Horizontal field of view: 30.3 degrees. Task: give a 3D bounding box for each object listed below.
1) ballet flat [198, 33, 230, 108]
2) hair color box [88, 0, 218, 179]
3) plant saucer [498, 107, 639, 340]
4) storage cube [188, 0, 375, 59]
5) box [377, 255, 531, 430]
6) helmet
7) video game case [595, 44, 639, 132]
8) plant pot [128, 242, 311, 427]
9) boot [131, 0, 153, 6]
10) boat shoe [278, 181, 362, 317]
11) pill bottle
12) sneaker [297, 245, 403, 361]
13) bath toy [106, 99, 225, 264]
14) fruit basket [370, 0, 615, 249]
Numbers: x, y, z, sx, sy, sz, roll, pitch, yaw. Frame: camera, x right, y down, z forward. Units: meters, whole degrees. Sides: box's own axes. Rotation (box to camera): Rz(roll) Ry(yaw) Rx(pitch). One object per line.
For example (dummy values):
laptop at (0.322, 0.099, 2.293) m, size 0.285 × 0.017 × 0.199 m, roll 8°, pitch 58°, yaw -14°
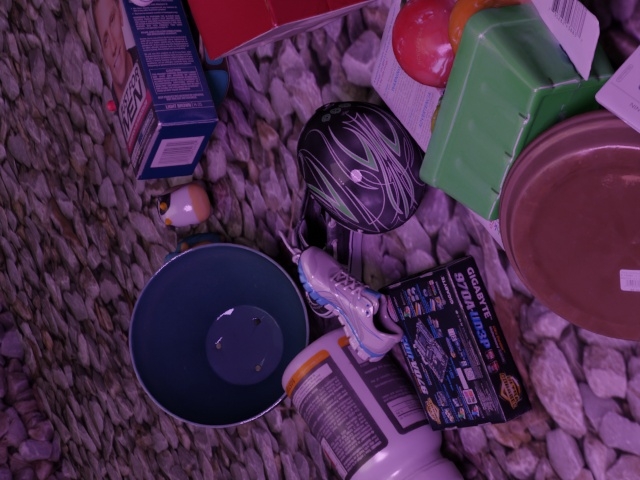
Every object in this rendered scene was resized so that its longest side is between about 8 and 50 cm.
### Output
ballet flat at (-0.173, -0.288, 1.901) m, size 0.052 × 0.057 × 0.168 m, roll -105°, pitch 21°, yaw -52°
hair color box at (-0.278, -0.291, 1.925) m, size 0.174 × 0.105 × 0.347 m, roll -54°, pitch 49°, yaw 55°
plant saucer at (0.313, -0.003, 1.197) m, size 0.277 × 0.041 × 0.278 m, roll 12°, pitch 127°, yaw 17°
storage cube at (-0.064, -0.367, 1.554) m, size 0.215 × 0.183 × 0.193 m, roll -13°, pitch 98°, yaw 57°
box at (0.178, 0.145, 1.603) m, size 0.175 × 0.051 × 0.220 m, roll -25°, pitch 87°, yaw 59°
helmet at (0.059, -0.095, 1.545) m, size 0.161 × 0.169 × 0.170 m, roll 39°, pitch 138°, yaw 47°
video game case at (0.359, -0.153, 1.095) m, size 0.157 × 0.019 × 0.143 m, roll -49°, pitch 56°, yaw 5°
plant pot at (-0.145, 0.164, 1.937) m, size 0.290 × 0.290 × 0.195 m, roll 60°, pitch -177°, yaw 14°
boot at (-0.262, -0.467, 1.850) m, size 0.086 × 0.069 × 0.190 m, roll -20°, pitch 63°, yaw 56°
boat shoe at (0.003, 0.002, 1.736) m, size 0.113 × 0.104 × 0.306 m, roll 48°, pitch 142°, yaw 30°
pill bottle at (0.077, 0.272, 1.724) m, size 0.278 × 0.162 × 0.162 m, roll 55°, pitch 146°, yaw 22°
sneaker at (0.048, 0.076, 1.646) m, size 0.191 × 0.071 × 0.083 m, roll 49°, pitch 137°, yaw -4°
bath toy at (-0.271, -0.129, 2.057) m, size 0.151 × 0.129 × 0.348 m, roll -12°, pitch 97°, yaw 58°
fruit basket at (0.179, -0.210, 1.344) m, size 0.327 × 0.165 × 0.353 m, roll 103°, pitch 151°, yaw -42°
